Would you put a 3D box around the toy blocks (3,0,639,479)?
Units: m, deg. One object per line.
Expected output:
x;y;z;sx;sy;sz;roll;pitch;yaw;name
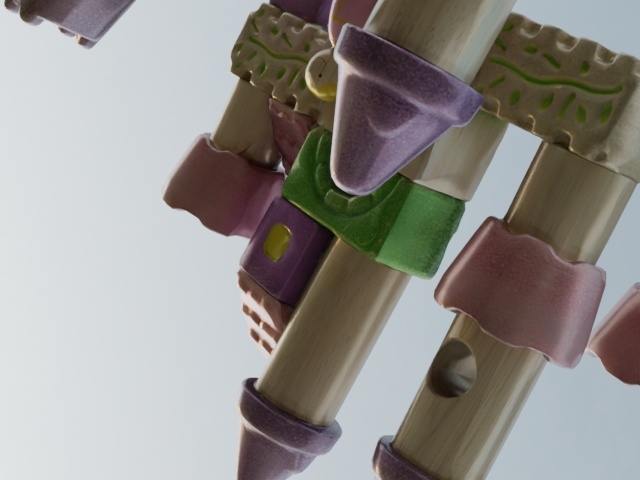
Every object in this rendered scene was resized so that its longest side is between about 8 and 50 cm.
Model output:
0.000;0.000;0.524;0.288;0.309;0.260;37;-78;47;toy blocks
